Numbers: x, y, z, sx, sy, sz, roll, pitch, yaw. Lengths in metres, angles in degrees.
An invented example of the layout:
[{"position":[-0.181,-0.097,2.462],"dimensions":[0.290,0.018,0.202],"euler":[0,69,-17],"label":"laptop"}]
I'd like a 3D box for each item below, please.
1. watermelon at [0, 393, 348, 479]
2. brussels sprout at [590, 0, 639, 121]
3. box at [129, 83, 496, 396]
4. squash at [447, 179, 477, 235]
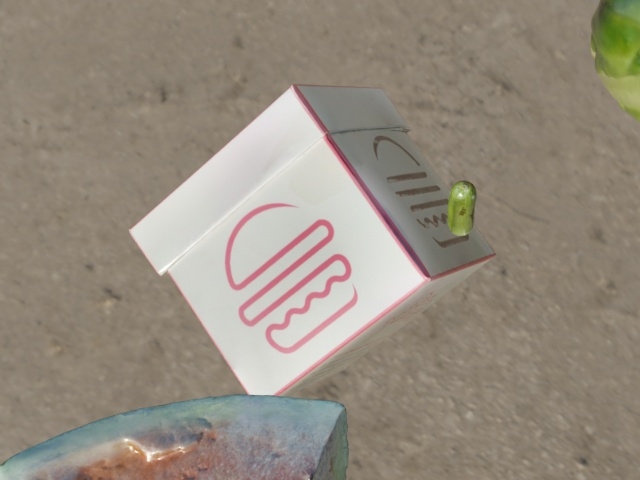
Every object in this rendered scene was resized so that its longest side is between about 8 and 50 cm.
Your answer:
[{"position":[-0.115,0.220,0.728],"dimensions":[0.260,0.176,0.256],"euler":[0,97,11],"label":"watermelon"},{"position":[0.489,-0.278,1.594],"dimensions":[0.371,0.275,0.315],"euler":[-46,14,55],"label":"brussels sprout"},{"position":[0.000,0.000,1.684],"dimensions":[0.312,0.314,0.300],"euler":[-38,80,22],"label":"box"},{"position":[0.134,-0.032,1.200],"dimensions":[0.027,0.083,0.028],"euler":[-2,67,5],"label":"squash"}]
